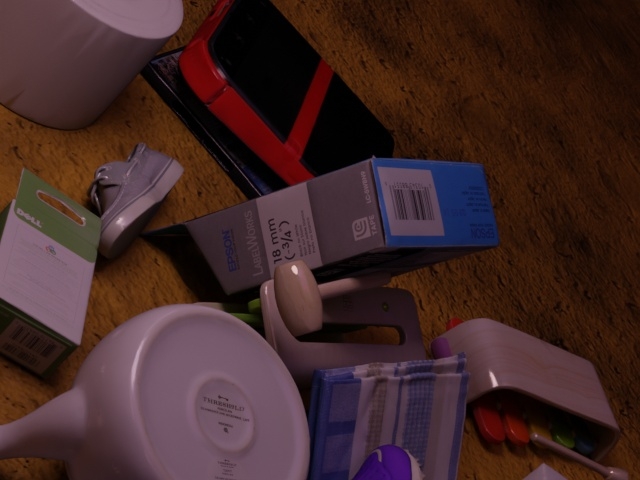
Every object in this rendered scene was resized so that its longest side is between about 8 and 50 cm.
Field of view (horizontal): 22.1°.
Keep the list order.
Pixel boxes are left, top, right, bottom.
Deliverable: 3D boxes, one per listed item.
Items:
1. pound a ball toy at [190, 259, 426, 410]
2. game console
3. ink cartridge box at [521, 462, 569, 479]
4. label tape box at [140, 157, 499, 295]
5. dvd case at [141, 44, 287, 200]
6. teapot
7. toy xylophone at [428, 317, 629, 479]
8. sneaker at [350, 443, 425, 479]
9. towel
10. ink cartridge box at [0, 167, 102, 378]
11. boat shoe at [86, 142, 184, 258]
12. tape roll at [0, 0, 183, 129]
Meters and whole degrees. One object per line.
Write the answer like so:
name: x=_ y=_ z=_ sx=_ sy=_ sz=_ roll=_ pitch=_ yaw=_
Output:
pound a ball toy: x=0.004 y=0.115 z=1.808 sx=0.319 sy=0.208 sz=0.136 roll=6 pitch=71 yaw=-51
game console: x=-0.037 y=-0.179 z=2.254 sx=0.342 sy=0.060 sz=0.386 roll=47 pitch=22 yaw=-13
ink cartridge box: x=0.332 y=0.440 z=1.919 sx=0.306 sy=0.131 sz=0.226 roll=37 pitch=29 yaw=-20
label tape box: x=0.000 y=0.000 z=1.882 sx=0.240 sy=0.333 sz=0.106 roll=0 pitch=76 yaw=-54
dvd case: x=-0.116 y=-0.157 z=2.186 sx=0.253 sy=0.022 sz=0.180 roll=50 pitch=29 yaw=4
teapot: x=-0.143 y=0.192 z=1.532 sx=0.256 sy=0.187 sz=0.252 roll=52 pitch=40 yaw=-9
toy xylophone: x=0.291 y=0.221 z=2.192 sx=0.322 sy=0.081 sz=0.236 roll=29 pitch=33 yaw=-30
sneaker: x=0.002 y=0.296 z=1.634 sx=0.146 sy=0.102 sz=0.293 roll=34 pitch=47 yaw=-9
towel: x=0.071 y=0.232 z=1.812 sx=0.034 sy=0.209 sz=0.285 roll=10 pitch=6 yaw=37
ink cartridge box: x=-0.291 y=0.031 z=1.665 sx=0.109 sy=0.062 sz=0.209 roll=34 pitch=31 yaw=-23
boat shoe: x=-0.224 y=-0.051 z=1.858 sx=0.081 sy=0.079 sz=0.227 roll=35 pitch=24 yaw=-3
tape roll: x=-0.305 y=-0.276 z=1.926 sx=0.246 sy=0.169 sz=0.246 roll=34 pitch=31 yaw=-24
